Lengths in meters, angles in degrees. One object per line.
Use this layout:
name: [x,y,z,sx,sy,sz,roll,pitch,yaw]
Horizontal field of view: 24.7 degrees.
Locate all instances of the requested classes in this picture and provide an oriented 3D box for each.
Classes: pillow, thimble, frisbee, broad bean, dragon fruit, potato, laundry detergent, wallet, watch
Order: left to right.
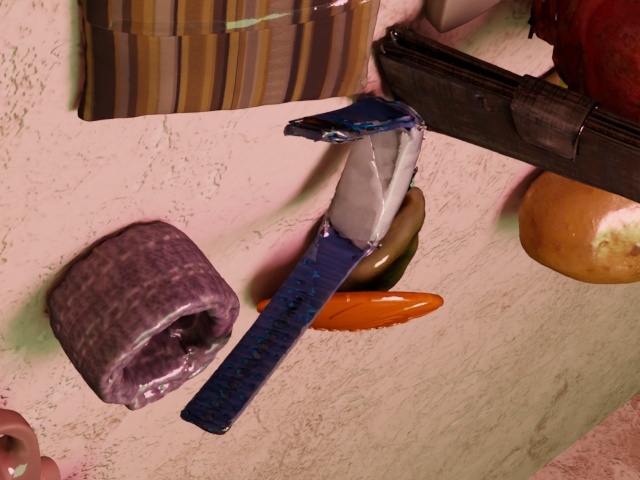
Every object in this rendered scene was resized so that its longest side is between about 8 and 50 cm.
laundry detergent: [-0.305,0.207,1.273,0.237,0.076,0.171,-10,142,-54]
thimble: [-0.149,0.063,1.231,0.150,0.098,0.150,-34,156,-17]
pillow: [-0.056,-0.155,0.967,0.212,0.052,0.208,-7,149,-13]
watch: [-0.002,0.009,1.253,0.276,0.068,0.274,-68,169,18]
frisbee: [0.030,0.075,1.489,0.192,0.035,0.192,-1,173,0]
broad bean: [0.056,0.007,1.528,0.153,0.072,0.206,-40,170,4]
wallet: [0.206,-0.089,1.264,0.044,0.317,0.169,-64,161,-8]
potato: [0.316,-0.025,1.777,0.158,0.178,0.203,-15,165,-18]
dragon fruit: [0.358,-0.198,1.331,0.295,0.302,0.295,-36,167,-10]

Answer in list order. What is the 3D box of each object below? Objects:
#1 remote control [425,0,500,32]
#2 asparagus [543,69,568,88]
remote control: [0.149,-0.277,1.162,0.123,0.038,0.285,-33,157,-21]
asparagus: [0.261,-0.166,1.560,0.178,0.045,0.041,-40,-168,-5]
